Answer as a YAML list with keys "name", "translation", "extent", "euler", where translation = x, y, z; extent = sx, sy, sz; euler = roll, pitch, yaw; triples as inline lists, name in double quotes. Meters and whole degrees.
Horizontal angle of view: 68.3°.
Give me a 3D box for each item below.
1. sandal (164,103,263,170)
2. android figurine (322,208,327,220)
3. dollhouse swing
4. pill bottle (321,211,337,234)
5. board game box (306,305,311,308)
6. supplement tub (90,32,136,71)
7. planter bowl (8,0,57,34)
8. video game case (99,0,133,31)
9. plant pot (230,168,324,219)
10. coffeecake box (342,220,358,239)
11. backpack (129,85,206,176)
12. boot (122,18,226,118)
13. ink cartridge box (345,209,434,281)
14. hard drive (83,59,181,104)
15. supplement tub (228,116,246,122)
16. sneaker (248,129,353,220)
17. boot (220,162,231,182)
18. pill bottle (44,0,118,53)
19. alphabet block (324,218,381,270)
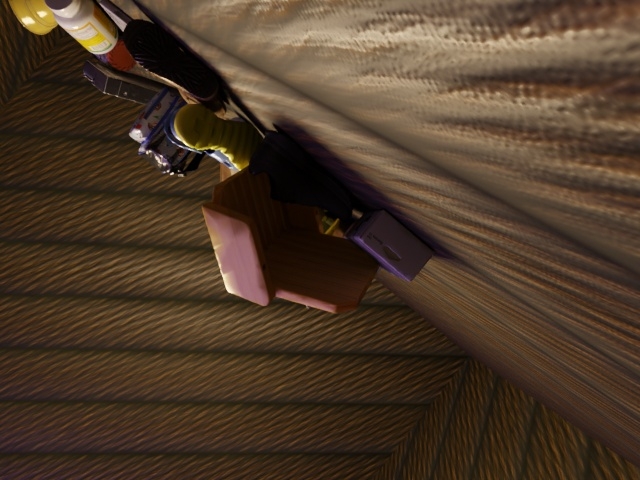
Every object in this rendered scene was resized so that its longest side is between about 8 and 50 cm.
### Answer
- name: "sandal"
  translation: [-0.266, -0.260, 1.198]
  extent: [0.138, 0.126, 0.317]
  euler: [14, 175, 35]
- name: "android figurine"
  translation: [-0.097, -0.077, 1.668]
  extent: [0.248, 0.273, 0.056]
  euler: [-71, -36, -53]
- name: "dollhouse swing"
  translation: [-0.039, -0.030, 1.164]
  extent: [0.305, 0.347, 0.315]
  euler: [0, 116, 25]
- name: "pill bottle"
  translation: [0.000, 0.000, 1.854]
  extent: [0.363, 0.210, 0.210]
  euler: [39, 178, 14]
- name: "board game box"
  translation: [-0.071, 0.103, 1.619]
  extent: [0.208, 0.056, 0.347]
  euler: [51, -175, -2]
- name: "supplement tub"
  translation: [-0.685, -0.630, 1.565]
  extent: [0.190, 0.117, 0.117]
  euler: [36, 177, 40]
- name: "planter bowl"
  translation: [-0.783, -0.706, 1.349]
  extent: [0.090, 0.217, 0.217]
  euler: [3, 173, 6]
- name: "video game case"
  translation: [-0.466, -0.528, 1.254]
  extent: [0.183, 0.023, 0.201]
  euler: [39, 177, 4]
- name: "plant pot"
  translation: [-0.162, -0.147, 1.478]
  extent: [0.274, 0.256, 0.256]
  euler: [62, 168, -26]
- name: "coffeecake box"
  translation: [0.152, 0.010, 1.415]
  extent: [0.142, 0.068, 0.185]
  euler: [39, 178, -7]
- name: "backpack"
  translation: [-0.437, -0.344, 1.433]
  extent: [0.213, 0.263, 0.276]
  euler: [48, 167, -28]
- name: "boot"
  translation: [-0.335, -0.386, 1.125]
  extent: [0.236, 0.089, 0.269]
  euler: [40, 179, -11]
- name: "ink cartridge box"
  translation: [0.153, 0.009, 1.093]
  extent: [0.153, 0.087, 0.208]
  euler: [40, 178, -6]
- name: "hard drive"
  translation: [-0.617, -0.526, 1.647]
  extent: [0.339, 0.064, 0.237]
  euler: [5, -156, -44]
- name: "supplement tub"
  translation: [-0.223, -0.296, 1.337]
  extent: [0.071, 0.071, 0.107]
  euler: [39, 178, 13]
- name: "sneaker"
  translation: [-0.047, -0.127, 1.113]
  extent: [0.286, 0.130, 0.109]
  euler: [38, 176, -19]
- name: "boot"
  translation: [-0.276, -0.230, 1.554]
  extent: [0.115, 0.112, 0.305]
  euler: [-167, 64, -72]
- name: "pill bottle"
  translation: [-0.684, -0.638, 1.354]
  extent: [0.117, 0.117, 0.208]
  euler: [39, 178, 8]
- name: "alphabet block"
  translation: [0.079, 0.062, 1.619]
  extent: [0.197, 0.192, 0.193]
  euler: [38, -166, -7]
